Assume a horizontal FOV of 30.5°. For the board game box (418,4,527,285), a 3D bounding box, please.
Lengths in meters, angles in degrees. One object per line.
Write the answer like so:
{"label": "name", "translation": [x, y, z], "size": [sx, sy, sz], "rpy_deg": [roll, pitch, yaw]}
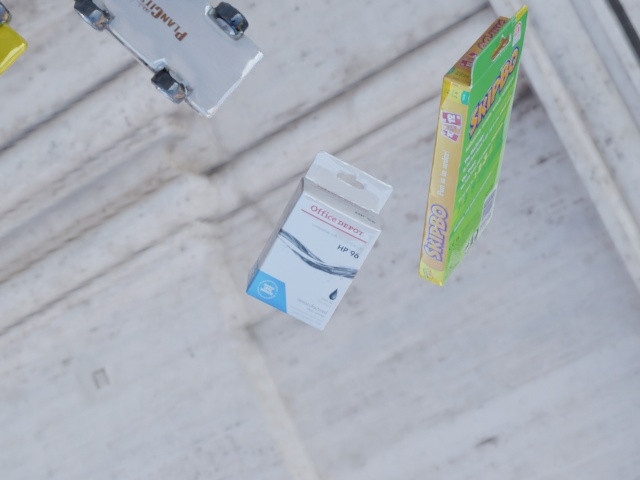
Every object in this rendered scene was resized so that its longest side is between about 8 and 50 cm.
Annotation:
{"label": "board game box", "translation": [0.143, -0.090, 1.108], "size": [0.124, 0.039, 0.259], "rpy_deg": [-48, 155, -42]}

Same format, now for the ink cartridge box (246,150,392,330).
{"label": "ink cartridge box", "translation": [0.000, 0.000, 0.628], "size": [0.083, 0.048, 0.028], "rpy_deg": [-61, -170, 18]}

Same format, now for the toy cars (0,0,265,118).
{"label": "toy cars", "translation": [-0.248, -0.200, 1.058], "size": [0.393, 0.176, 0.087], "rpy_deg": [2, 178, -8]}
